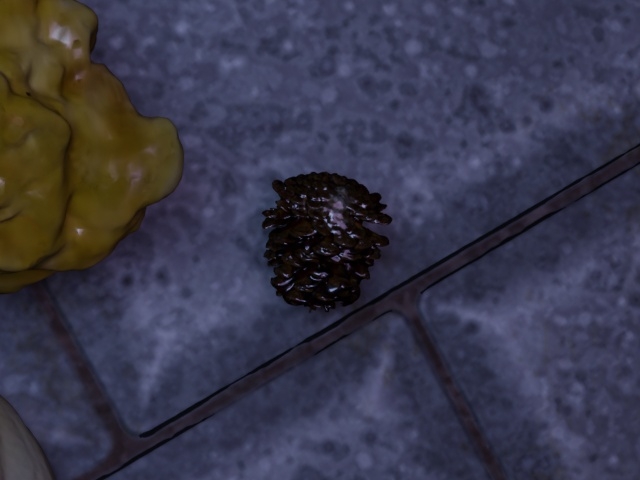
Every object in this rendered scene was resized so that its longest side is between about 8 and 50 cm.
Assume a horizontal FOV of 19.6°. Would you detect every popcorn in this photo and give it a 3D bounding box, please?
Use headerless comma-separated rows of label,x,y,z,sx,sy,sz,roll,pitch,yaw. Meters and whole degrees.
popcorn,-0.207,-0.059,0.956,0.253,0.190,0.191,-17,86,-12

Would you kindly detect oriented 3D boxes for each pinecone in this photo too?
pinecone,0.000,0.000,1.074,0.077,0.077,0.083,11,117,-15

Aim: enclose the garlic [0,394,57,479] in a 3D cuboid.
garlic,-0.211,0.184,0.985,0.128,0.115,0.207,41,81,-18
